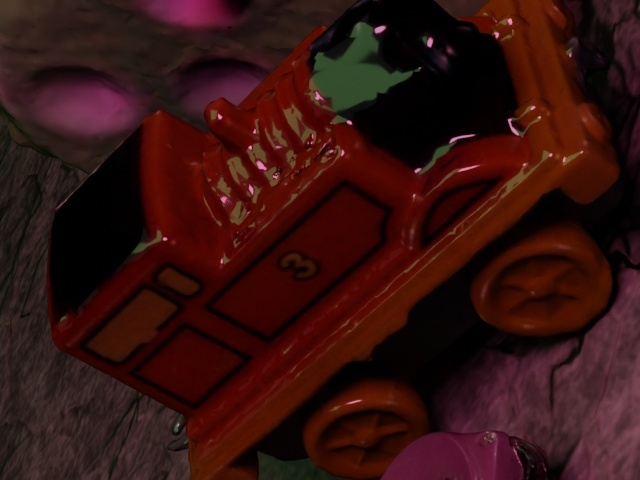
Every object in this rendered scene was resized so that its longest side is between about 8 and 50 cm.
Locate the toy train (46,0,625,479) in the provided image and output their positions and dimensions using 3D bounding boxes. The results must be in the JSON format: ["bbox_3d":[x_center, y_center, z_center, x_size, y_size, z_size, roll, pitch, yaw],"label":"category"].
[{"bbox_3d":[0.000,0.000,1.044,0.369,0.231,0.163,-42,36,28],"label":"toy train"}]

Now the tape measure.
[{"bbox_3d":[0.075,0.159,0.974,0.125,0.074,0.118,-33,42,45],"label":"tape measure"}]

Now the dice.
[{"bbox_3d":[-0.048,-0.222,1.221,0.330,0.318,0.322,-35,41,47],"label":"dice"}]
